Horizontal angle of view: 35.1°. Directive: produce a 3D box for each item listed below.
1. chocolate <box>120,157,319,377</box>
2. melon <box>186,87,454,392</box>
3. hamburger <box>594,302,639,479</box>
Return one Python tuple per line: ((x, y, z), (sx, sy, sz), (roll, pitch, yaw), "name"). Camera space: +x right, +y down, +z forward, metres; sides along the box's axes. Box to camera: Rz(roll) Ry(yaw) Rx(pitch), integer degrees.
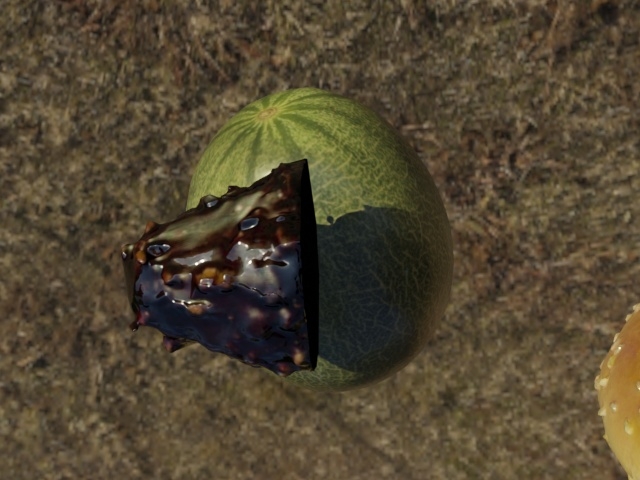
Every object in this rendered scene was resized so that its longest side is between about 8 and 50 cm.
((-0.070, 0.019, 0.699), (0.133, 0.156, 0.156), (-2, 144, 2), "chocolate")
((0.000, 0.000, 0.929), (0.238, 0.237, 0.301), (-8, 135, 13), "melon")
((0.394, 0.199, 0.789), (0.446, 0.287, 0.268), (9, 140, 46), "hamburger")
